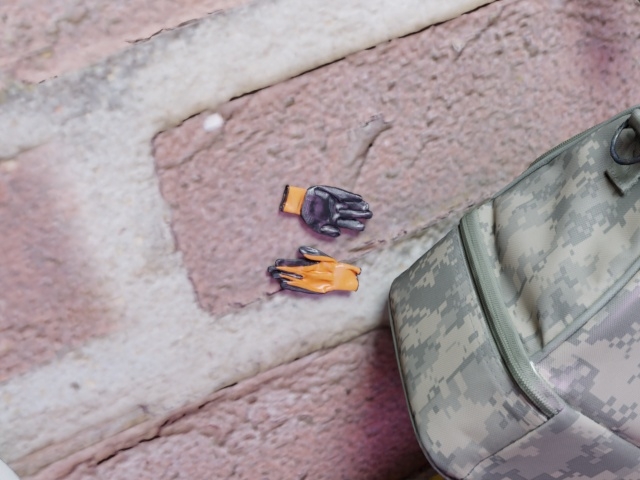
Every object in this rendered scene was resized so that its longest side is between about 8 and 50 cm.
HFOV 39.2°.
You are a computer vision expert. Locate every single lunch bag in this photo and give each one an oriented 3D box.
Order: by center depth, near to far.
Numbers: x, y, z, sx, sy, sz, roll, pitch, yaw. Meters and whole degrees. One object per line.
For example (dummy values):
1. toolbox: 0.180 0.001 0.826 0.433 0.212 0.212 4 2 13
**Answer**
1. lunch bag: 0.239 0.072 0.639 0.305 0.212 0.256 33 120 -24

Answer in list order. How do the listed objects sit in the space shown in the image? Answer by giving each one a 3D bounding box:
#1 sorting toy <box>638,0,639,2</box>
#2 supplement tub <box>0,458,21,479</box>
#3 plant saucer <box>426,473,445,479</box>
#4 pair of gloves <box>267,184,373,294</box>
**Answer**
1. sorting toy: 0.190 -0.294 0.615 0.046 0.132 0.274 -42 127 -45
2. supplement tub: -0.291 0.287 0.535 0.194 0.193 0.315 8 102 -23
3. plant saucer: 0.052 0.377 0.758 0.333 0.081 0.332 -33 114 -11
4. pair of gloves: 0.000 0.000 0.674 0.074 0.010 0.083 7 99 -22
